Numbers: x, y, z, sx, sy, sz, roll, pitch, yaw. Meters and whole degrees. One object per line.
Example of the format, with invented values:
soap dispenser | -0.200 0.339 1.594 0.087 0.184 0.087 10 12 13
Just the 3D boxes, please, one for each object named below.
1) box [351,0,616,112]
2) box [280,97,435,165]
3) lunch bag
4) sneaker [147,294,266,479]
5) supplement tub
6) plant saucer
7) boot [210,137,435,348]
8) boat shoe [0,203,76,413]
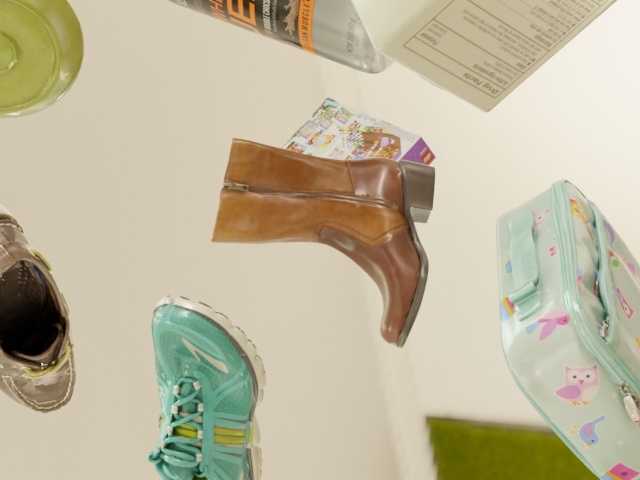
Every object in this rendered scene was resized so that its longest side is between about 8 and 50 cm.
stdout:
box | 0.169 -0.247 1.176 0.148 0.311 0.121 24 -146 -47
box | 0.036 -0.124 2.817 0.201 0.293 0.057 -47 -54 -10
lunch bag | 0.254 0.082 1.564 0.224 0.108 0.279 51 -159 -26
sneaker | -0.114 0.177 1.589 0.110 0.107 0.275 -51 -38 -48
supplement tub | -0.051 -0.328 1.806 0.207 0.338 0.207 21 -90 -76
plant saucer | -0.442 -0.261 2.247 0.037 0.240 0.241 -91 -7 -55
boot | 0.000 0.000 2.131 0.096 0.280 0.264 103 173 -73
boat shoe | -0.335 0.099 1.870 0.116 0.097 0.324 -30 -39 -20
